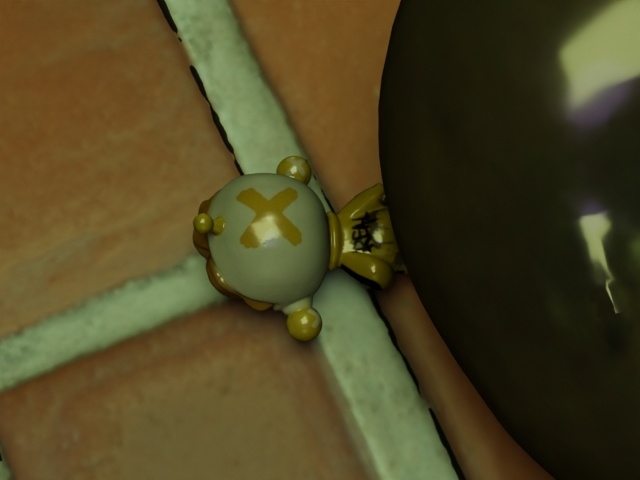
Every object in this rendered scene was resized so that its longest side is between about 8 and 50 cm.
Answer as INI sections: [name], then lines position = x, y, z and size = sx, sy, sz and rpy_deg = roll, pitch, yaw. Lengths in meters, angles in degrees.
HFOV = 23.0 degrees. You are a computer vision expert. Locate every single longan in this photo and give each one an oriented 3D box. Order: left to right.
[longan]
position = 0.170, -0.028, 0.770
size = 0.288, 0.288, 0.350
rpy_deg = -18, 80, -6

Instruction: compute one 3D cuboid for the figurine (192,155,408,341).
[figurine]
position = 0.002, 0.005, 0.863
size = 0.143, 0.068, 0.101
rpy_deg = 23, 65, -4
